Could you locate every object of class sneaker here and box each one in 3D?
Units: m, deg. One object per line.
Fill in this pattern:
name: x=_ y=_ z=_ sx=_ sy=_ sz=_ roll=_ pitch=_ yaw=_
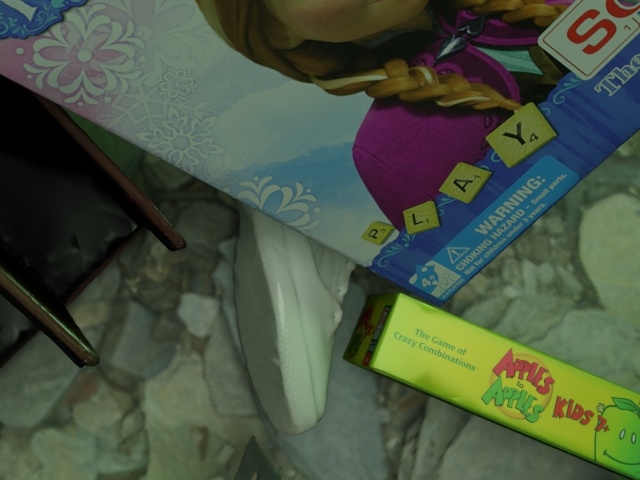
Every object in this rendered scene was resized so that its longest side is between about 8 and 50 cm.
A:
sneaker: x=0.000 y=0.000 z=0.595 sx=0.094 sy=0.080 sz=0.212 roll=-4 pitch=86 yaw=-22

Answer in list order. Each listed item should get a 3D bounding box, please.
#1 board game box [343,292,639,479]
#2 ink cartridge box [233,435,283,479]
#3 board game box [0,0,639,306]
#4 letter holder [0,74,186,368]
board game box: x=0.109 y=0.083 z=0.589 sx=0.181 sy=0.092 sz=0.043 roll=23 pitch=84 yaw=-5
ink cartridge box: x=-0.049 y=0.222 z=0.509 sx=0.066 sy=0.189 sz=0.232 roll=27 pitch=82 yaw=-5
board game box: x=0.045 y=-0.145 z=0.428 sx=0.318 sy=0.066 sz=0.318 roll=27 pitch=119 yaw=-34
letter holder: x=-0.207 y=-0.053 z=0.456 sx=0.152 sy=0.214 sz=0.302 roll=-45 pitch=110 yaw=-9
